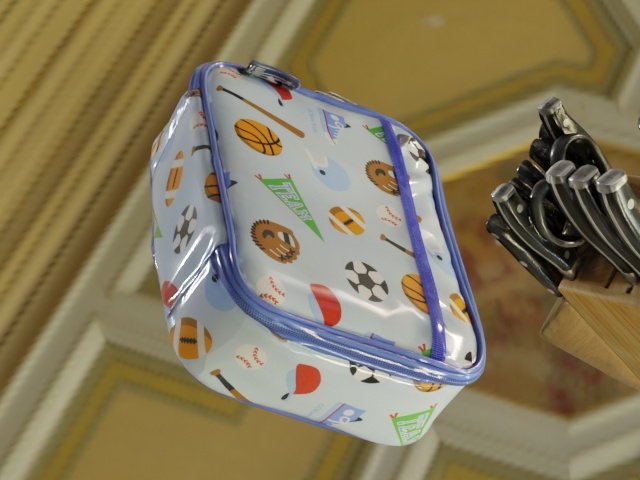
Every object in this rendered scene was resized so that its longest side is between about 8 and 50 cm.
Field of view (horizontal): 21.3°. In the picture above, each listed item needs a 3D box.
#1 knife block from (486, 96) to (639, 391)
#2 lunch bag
[{"bbox_3d":[0.228,0.026,1.011,0.275,0.242,0.088,30,-106,4],"label":"knife block"},{"bbox_3d":[0.000,0.000,1.261,0.243,0.115,0.303,18,-141,-24],"label":"lunch bag"}]
